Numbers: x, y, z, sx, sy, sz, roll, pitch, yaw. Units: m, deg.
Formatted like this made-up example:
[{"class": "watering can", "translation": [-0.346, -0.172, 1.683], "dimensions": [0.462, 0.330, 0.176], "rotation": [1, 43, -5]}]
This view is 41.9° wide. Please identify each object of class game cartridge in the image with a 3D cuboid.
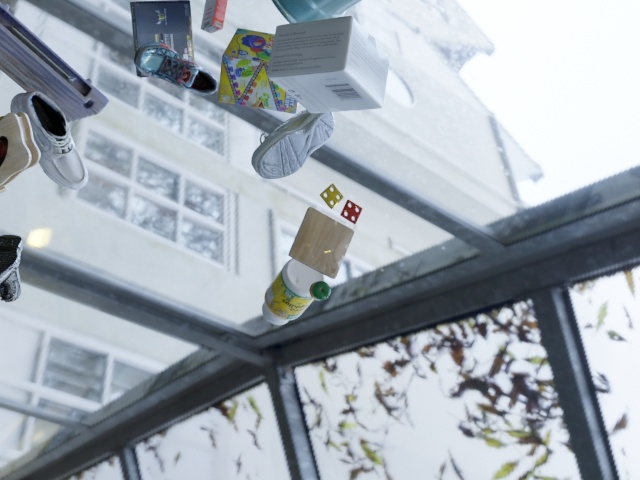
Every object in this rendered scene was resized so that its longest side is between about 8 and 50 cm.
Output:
[{"class": "game cartridge", "translation": [-0.665, -0.410, 1.901], "dimensions": [0.230, 0.355, 0.068], "rotation": [7, -121, 55]}]

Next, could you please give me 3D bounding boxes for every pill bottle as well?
[{"class": "pill bottle", "translation": [-0.080, 0.141, 2.222], "dimensions": [0.208, 0.118, 0.117], "rotation": [129, -30, -49]}]

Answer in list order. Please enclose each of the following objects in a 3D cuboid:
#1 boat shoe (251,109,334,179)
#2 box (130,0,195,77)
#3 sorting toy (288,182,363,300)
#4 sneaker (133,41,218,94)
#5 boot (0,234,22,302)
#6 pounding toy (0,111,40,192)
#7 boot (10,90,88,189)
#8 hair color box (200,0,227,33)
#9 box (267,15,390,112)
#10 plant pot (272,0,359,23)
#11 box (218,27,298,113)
[{"class": "boat shoe", "translation": [-0.085, -0.266, 2.247], "dimensions": [0.103, 0.118, 0.320], "rotation": [13, -138, 34]}, {"class": "box", "translation": [-0.496, -0.637, 2.637], "dimensions": [0.059, 0.184, 0.232], "rotation": [24, -60, 59]}, {"class": "sorting toy", "translation": [0.000, 0.000, 2.018], "dimensions": [0.046, 0.132, 0.274], "rotation": [-16, -131, 65]}, {"class": "sneaker", "translation": [-0.403, -0.490, 2.399], "dimensions": [0.125, 0.262, 0.104], "rotation": [33, -76, 51]}, {"class": "boot", "translation": [-0.652, 0.088, 1.721], "dimensions": [0.198, 0.077, 0.136], "rotation": [-87, -178, -66]}, {"class": "pounding toy", "translation": [-0.670, -0.158, 1.621], "dimensions": [0.270, 0.154, 0.155], "rotation": [-35, -170, 3]}, {"class": "boot", "translation": [-0.609, -0.225, 1.917], "dimensions": [0.095, 0.258, 0.123], "rotation": [-44, -154, -25]}, {"class": "hair color box", "translation": [-0.337, -0.741, 2.675], "dimensions": [0.072, 0.043, 0.141], "rotation": [0, -103, 49]}, {"class": "box", "translation": [0.019, -0.351, 1.694], "dimensions": [0.182, 0.181, 0.119], "rotation": [1, -106, 30]}, {"class": "plant pot", "translation": [0.055, -0.795, 2.314], "dimensions": [0.334, 0.341, 0.341], "rotation": [-18, -128, 35]}, {"class": "box", "translation": [-0.195, -0.607, 2.983], "dimensions": [0.290, 0.279, 0.177], "rotation": [-81, -179, -57]}]
